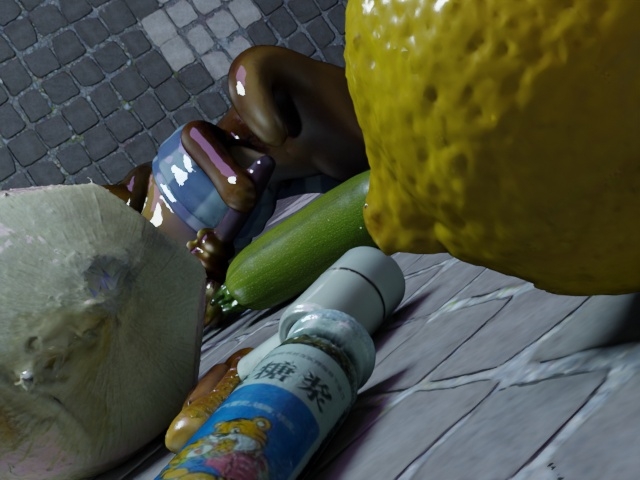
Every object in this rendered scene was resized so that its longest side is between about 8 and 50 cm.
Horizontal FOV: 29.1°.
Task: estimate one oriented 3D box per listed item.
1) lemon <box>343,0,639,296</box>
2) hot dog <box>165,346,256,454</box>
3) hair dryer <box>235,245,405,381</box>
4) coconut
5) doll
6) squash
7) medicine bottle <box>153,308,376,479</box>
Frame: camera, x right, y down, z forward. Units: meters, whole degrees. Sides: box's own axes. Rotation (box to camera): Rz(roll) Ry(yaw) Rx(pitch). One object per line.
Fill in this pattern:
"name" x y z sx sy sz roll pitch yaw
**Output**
"lemon" 0.116 -0.081 0.439 0.257 0.188 0.188 -36 5 12
"hot dog" -0.071 0.104 0.808 0.044 0.028 0.137 -40 4 23
"hair dryer" -0.014 0.062 0.757 0.137 0.047 0.082 -38 3 41
"coconut" -0.196 0.065 0.897 0.227 0.227 0.230 -38 -1 -32
"doll" -0.076 -0.045 1.262 0.340 0.209 0.318 -35 -6 23
"squash" 0.000 0.000 1.086 0.258 0.069 0.069 -31 7 37
"medicine bottle" -0.025 0.088 0.539 0.051 0.051 0.191 -32 6 27
